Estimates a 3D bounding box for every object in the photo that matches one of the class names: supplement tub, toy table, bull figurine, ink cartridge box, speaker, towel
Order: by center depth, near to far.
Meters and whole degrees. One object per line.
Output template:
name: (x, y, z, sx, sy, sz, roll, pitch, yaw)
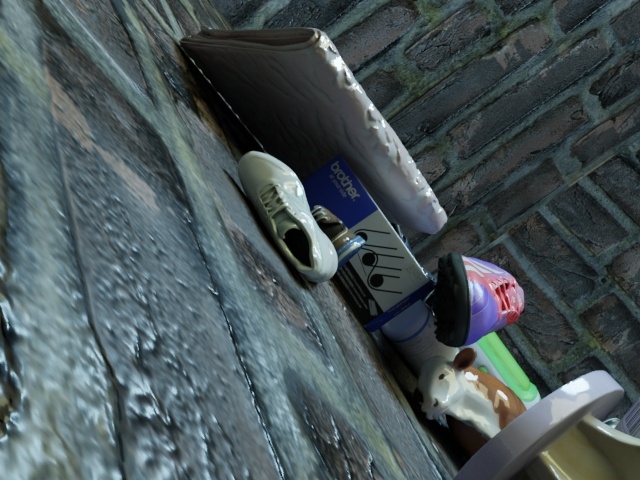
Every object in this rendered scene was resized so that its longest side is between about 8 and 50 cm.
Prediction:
toy table: (0.261, 0.247, 0.954, 0.274, 0.252, 0.161, -15, 55, -46)
bull figurine: (0.211, 0.238, 1.194, 0.188, 0.101, 0.310, 61, 10, 23)
ink cartridge box: (0.044, 0.002, 1.214, 0.207, 0.097, 0.046, 56, 4, 23)
towel: (-0.009, -0.156, 1.312, 0.317, 0.053, 0.332, 20, -24, 51)
supplement tub: (0.137, 0.135, 1.330, 0.107, 0.071, 0.071, 50, 7, -31)
speaker: (0.286, 0.220, 1.801, 0.296, 0.131, 0.131, 53, 6, -11)

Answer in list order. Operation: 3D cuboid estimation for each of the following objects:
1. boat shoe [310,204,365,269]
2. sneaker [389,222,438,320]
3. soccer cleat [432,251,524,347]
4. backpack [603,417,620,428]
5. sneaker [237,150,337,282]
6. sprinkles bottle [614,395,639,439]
boat shoe: (0.000, 0.000, 1.075, 0.066, 0.066, 0.183, 49, -4, -4)
sneaker: (0.132, 0.056, 1.422, 0.226, 0.086, 0.163, 25, -34, 53)
soccer cleat: (0.202, 0.071, 1.208, 0.318, 0.117, 0.108, -19, 116, -84)
backpack: (0.501, 0.455, 1.665, 0.253, 0.225, 0.191, 47, 10, -39)
sneaker: (-0.034, -0.028, 0.961, 0.152, 0.054, 0.061, 56, 8, 11)
sprinkles bottle: (0.378, 0.261, 1.113, 0.121, 0.355, 0.121, 23, 25, -12)
